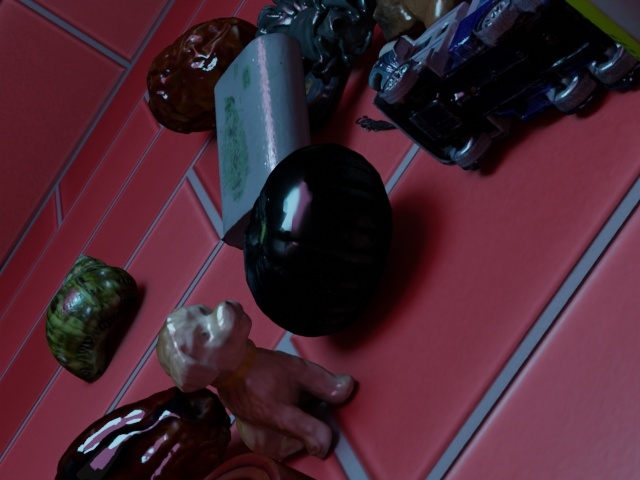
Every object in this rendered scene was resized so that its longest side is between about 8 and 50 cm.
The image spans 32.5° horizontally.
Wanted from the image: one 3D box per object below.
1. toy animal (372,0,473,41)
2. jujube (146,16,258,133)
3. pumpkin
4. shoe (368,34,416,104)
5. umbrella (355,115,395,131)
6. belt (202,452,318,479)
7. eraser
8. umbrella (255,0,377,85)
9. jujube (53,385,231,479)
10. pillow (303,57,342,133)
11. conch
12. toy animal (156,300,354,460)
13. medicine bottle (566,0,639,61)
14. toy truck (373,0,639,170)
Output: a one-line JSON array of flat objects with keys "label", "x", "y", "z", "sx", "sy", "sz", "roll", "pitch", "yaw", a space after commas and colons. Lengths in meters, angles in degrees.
[{"label": "toy animal", "x": 0.142, "y": -0.280, "z": 1.256, "sx": 0.157, "sy": 0.097, "sz": 0.312, "roll": -65, "pitch": 22, "yaw": 14}, {"label": "jujube", "x": -0.193, "y": -0.277, "z": 1.865, "sx": 0.250, "sy": 0.174, "sz": 0.174, "roll": -24, "pitch": 39, "yaw": 38}, {"label": "pumpkin", "x": 0.000, "y": 0.000, "z": 1.106, "sx": 0.202, "sy": 0.140, "sz": 0.202, "roll": -170, "pitch": 90, "yaw": -76}, {"label": "shoe", "x": 0.096, "y": -0.190, "z": 1.250, "sx": 0.071, "sy": 0.064, "sz": 0.143, "roll": -60, "pitch": 19, "yaw": -6}, {"label": "umbrella", "x": 0.065, "y": -0.138, "z": 1.320, "sx": 0.022, "sy": 0.013, "sz": 0.122, "roll": -38, "pitch": 19, "yaw": -7}, {"label": "belt", "x": -0.086, "y": 0.326, "z": 0.897, "sx": 0.324, "sy": 0.115, "sz": 0.227, "roll": -52, "pitch": 22, "yaw": 19}, {"label": "eraser", "x": -0.074, "y": -0.124, "z": 1.405, "sx": 0.174, "sy": 0.081, "sz": 0.227, "roll": -36, "pitch": 53, "yaw": 49}, {"label": "umbrella", "x": -0.026, "y": -0.301, "z": 1.532, "sx": 0.143, "sy": 0.094, "sz": 0.349, "roll": -60, "pitch": 26, "yaw": 2}, {"label": "jujube", "x": -0.187, "y": 0.243, "z": 1.170, "sx": 0.236, "sy": 0.168, "sz": 0.168, "roll": -47, "pitch": 24, "yaw": 25}, {"label": "pillow", "x": -0.043, "y": -0.198, "z": 1.598, "sx": 0.255, "sy": 0.034, "sz": 0.189, "roll": -25, "pitch": 37, "yaw": 52}, {"label": "conch", "x": -0.382, "y": 0.119, "z": 1.802, "sx": 0.187, "sy": 0.124, "sz": 0.181, "roll": -49, "pitch": 19, "yaw": 44}, {"label": "toy animal", "x": -0.092, "y": 0.137, "z": 1.064, "sx": 0.184, "sy": 0.185, "sz": 0.104, "roll": -26, "pitch": 40, "yaw": 55}, {"label": "medicine bottle", "x": 0.233, "y": -0.202, "z": 0.748, "sx": 0.139, "sy": 0.225, "sz": 0.139, "roll": -44, "pitch": 27, "yaw": 30}, {"label": "toy truck", "x": 0.180, "y": -0.185, "z": 0.986, "sx": 0.268, "sy": 0.124, "sz": 0.155, "roll": -30, "pitch": 28, "yaw": 48}]
